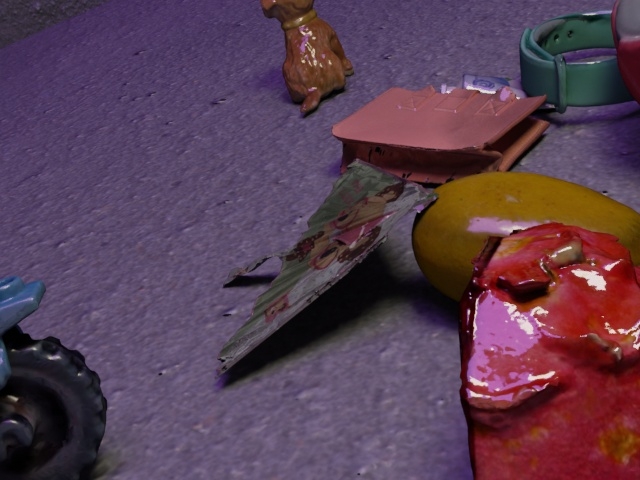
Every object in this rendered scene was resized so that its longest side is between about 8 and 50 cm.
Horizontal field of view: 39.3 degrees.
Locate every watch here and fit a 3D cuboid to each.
[{"bbox_3d":[0.331,-0.221,1.062,0.195,0.068,0.237,4,31,22],"label":"watch"}]

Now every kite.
[{"bbox_3d":[0.000,0.000,0.811,0.267,0.013,0.323,-21,25,43],"label":"kite"}]

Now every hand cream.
[{"bbox_3d":[0.217,-0.179,1.097,0.142,0.053,0.084,0,29,8],"label":"hand cream"}]

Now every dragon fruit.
[{"bbox_3d":[0.166,0.082,0.543,0.189,0.163,0.262,18,33,5],"label":"dragon fruit"}]

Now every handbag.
[{"bbox_3d":[0.134,-0.123,1.019,0.212,0.059,0.157,10,38,39],"label":"handbag"}]

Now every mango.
[{"bbox_3d":[0.168,0.003,0.725,0.195,0.098,0.137,12,35,33],"label":"mango"}]

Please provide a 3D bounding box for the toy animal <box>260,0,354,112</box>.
[{"bbox_3d":[-0.028,-0.296,1.296,0.104,0.185,0.184,-7,28,14],"label":"toy animal"}]

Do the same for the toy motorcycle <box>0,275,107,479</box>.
[{"bbox_3d":[-0.373,0.130,0.629,0.416,0.232,0.172,-18,15,-3],"label":"toy motorcycle"}]

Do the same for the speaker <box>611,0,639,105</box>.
[{"bbox_3d":[0.412,-0.218,0.814,0.294,0.294,0.294,-13,27,7],"label":"speaker"}]
